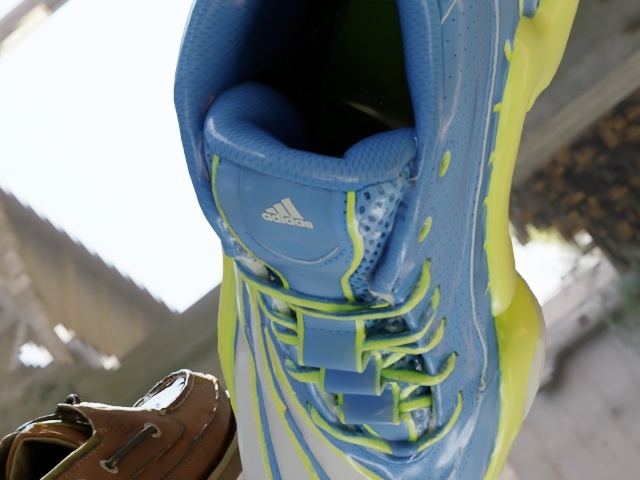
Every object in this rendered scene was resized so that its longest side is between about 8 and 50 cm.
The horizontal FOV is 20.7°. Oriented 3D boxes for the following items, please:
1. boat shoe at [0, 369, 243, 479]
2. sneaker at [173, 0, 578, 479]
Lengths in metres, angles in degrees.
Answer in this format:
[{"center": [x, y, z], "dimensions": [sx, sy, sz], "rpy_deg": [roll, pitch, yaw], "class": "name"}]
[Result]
[{"center": [-0.117, 0.128, 0.943], "dimensions": [0.104, 0.111, 0.307], "rpy_deg": [46, -162, -7], "class": "boat shoe"}, {"center": [0.000, 0.000, 0.416], "dimensions": [0.091, 0.240, 0.126], "rpy_deg": [14, -155, 21], "class": "sneaker"}]
